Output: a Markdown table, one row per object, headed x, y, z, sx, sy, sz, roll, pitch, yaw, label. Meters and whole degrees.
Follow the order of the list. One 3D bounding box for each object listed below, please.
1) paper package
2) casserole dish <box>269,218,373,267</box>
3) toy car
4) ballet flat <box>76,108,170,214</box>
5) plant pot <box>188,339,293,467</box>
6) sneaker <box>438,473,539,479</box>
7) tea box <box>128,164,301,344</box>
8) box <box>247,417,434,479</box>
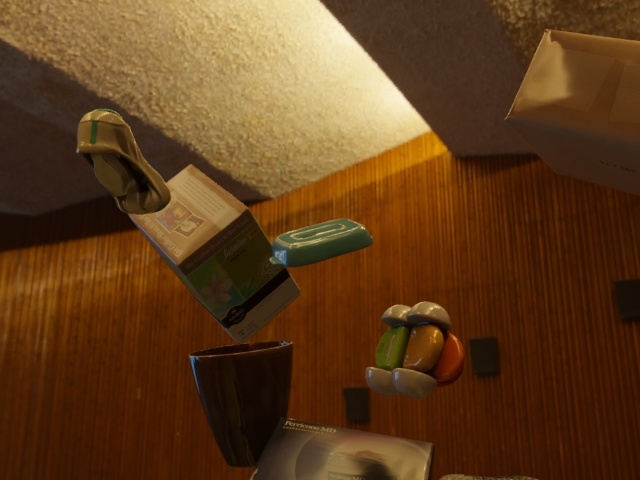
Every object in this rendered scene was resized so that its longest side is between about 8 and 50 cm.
| x | y | z | sx | sy | sz | roll | pitch | yaw | label |
| --- | --- | --- | --- | --- | --- | --- | --- | --- | --- |
| 0.519 | -0.185 | 1.126 | 0.325 | 0.168 | 0.310 | 23 | -1 | 38 | paper package |
| 0.000 | 0.000 | 1.180 | 0.189 | 0.036 | 0.114 | -16 | 18 | -21 | casserole dish |
| 0.173 | 0.199 | 1.190 | 0.136 | 0.159 | 0.182 | 26 | -21 | -23 | toy car |
| -0.282 | -0.086 | 0.997 | 0.086 | 0.086 | 0.248 | -3 | -29 | 10 | ballet flat |
| -0.151 | 0.333 | 1.407 | 0.216 | 0.230 | 0.215 | -6 | -4 | 0 | plant pot |
| 0.310 | 0.491 | 1.184 | 0.227 | 0.163 | 0.086 | 4 | 22 | 10 | sneaker |
| -0.271 | 0.031 | 1.762 | 0.329 | 0.220 | 0.323 | 36 | -18 | 47 | tea box |
| 0.026 | 0.469 | 1.158 | 0.297 | 0.182 | 0.294 | 6 | 21 | 13 | box |
